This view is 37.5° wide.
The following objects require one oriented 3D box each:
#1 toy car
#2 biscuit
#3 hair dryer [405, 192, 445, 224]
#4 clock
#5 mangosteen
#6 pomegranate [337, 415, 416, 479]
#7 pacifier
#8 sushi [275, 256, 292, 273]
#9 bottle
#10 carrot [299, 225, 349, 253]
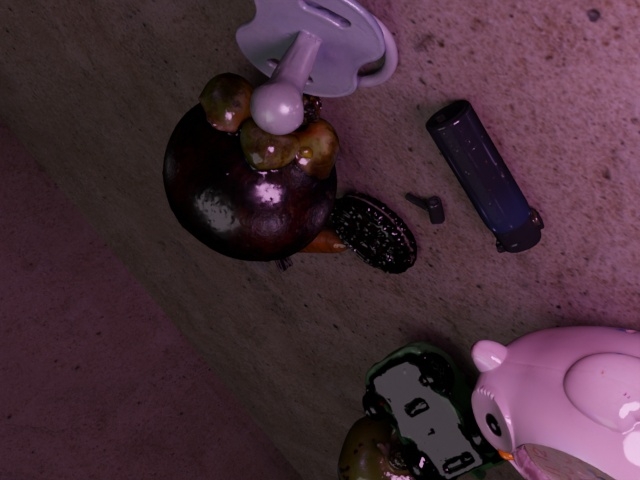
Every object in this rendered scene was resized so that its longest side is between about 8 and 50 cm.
[{"bbox_3d":[0.261,0.372,1.981,0.213,0.176,0.358,-38,88,35],"label":"toy car"},{"bbox_3d":[0.099,-0.013,1.757,0.194,0.053,0.194,36,155,19],"label":"biscuit"},{"bbox_3d":[0.174,-0.063,1.594,0.083,0.026,0.047,35,154,40],"label":"hair dryer"},{"bbox_3d":[0.426,0.271,1.435,0.377,0.250,0.368,22,153,35],"label":"clock"},{"bbox_3d":[-0.121,-0.121,1.634,0.330,0.330,0.330,36,156,19],"label":"mangosteen"},{"bbox_3d":[0.189,0.552,2.259,0.291,0.291,0.323,46,173,-4],"label":"pomegranate"},{"bbox_3d":[-0.024,-0.246,1.367,0.238,0.225,0.287,29,161,-11],"label":"pacifier"},{"bbox_3d":[-0.142,-0.061,1.876,0.192,0.043,0.279,-32,-83,-83],"label":"sushi"},{"bbox_3d":[0.244,-0.088,1.371,0.244,0.082,0.072,56,-161,-23],"label":"bottle"},{"bbox_3d":[0.000,0.000,1.923,0.205,0.072,0.072,11,140,53],"label":"carrot"}]
